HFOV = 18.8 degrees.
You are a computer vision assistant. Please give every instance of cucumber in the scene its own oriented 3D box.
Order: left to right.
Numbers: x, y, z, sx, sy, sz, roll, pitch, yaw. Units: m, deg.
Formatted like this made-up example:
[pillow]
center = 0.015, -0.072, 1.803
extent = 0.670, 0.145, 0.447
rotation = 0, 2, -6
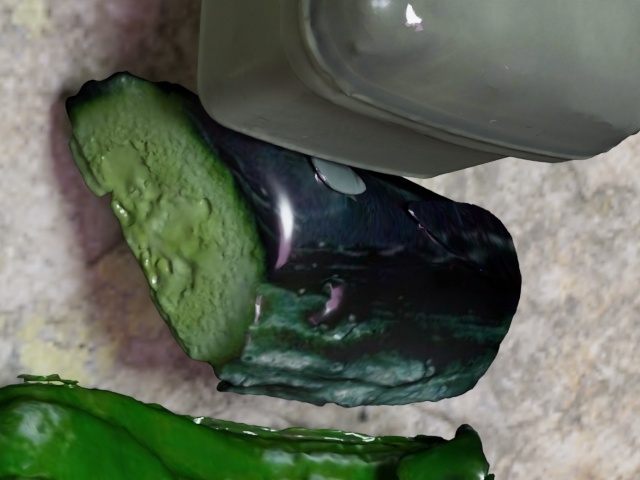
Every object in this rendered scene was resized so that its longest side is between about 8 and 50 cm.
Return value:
[cucumber]
center = 0.000, 0.000, 0.763
extent = 0.193, 0.115, 0.085
rotation = 19, 140, -41

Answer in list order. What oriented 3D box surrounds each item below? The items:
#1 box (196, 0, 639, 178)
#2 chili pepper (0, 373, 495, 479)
[box]
center = 0.042, -0.130, 0.685
extent = 0.148, 0.129, 0.210
rotation = 14, 72, -31
[chili pepper]
center = -0.087, 0.155, 0.733
extent = 0.385, 0.213, 0.167
rotation = -3, 120, -28
